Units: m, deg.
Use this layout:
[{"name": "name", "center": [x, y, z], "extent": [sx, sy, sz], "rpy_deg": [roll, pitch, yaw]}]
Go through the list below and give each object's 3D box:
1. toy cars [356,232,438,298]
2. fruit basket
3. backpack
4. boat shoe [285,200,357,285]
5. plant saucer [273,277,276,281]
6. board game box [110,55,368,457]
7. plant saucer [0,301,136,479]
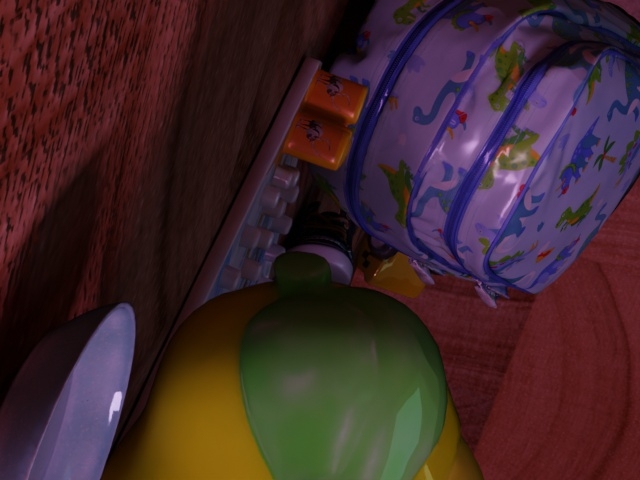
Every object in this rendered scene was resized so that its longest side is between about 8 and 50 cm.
[{"name": "toy cars", "center": [0.093, -0.124, 1.559], "extent": [0.176, 0.087, 0.393], "rpy_deg": [-26, 135, -27]}, {"name": "fruit basket", "center": [-0.003, 0.195, 0.699], "extent": [0.392, 0.283, 0.392], "rpy_deg": [-54, -175, 7]}, {"name": "backpack", "center": [0.139, -0.092, 1.345], "extent": [0.290, 0.273, 0.355], "rpy_deg": [-54, 141, 9]}, {"name": "boat shoe", "center": [0.000, 0.000, 1.508], "extent": [0.183, 0.065, 0.083], "rpy_deg": [109, -6, -79]}, {"name": "plant saucer", "center": [-0.056, 0.129, 1.503], "extent": [0.195, 0.037, 0.195], "rpy_deg": [20, 90, -86]}, {"name": "board game box", "center": [-0.076, 0.134, 1.139], "extent": [0.390, 0.050, 0.390], "rpy_deg": [105, 6, -49]}, {"name": "plant saucer", "center": [-0.092, 0.074, 0.556], "extent": [0.119, 0.021, 0.119], "rpy_deg": [18, 90, -84]}]
